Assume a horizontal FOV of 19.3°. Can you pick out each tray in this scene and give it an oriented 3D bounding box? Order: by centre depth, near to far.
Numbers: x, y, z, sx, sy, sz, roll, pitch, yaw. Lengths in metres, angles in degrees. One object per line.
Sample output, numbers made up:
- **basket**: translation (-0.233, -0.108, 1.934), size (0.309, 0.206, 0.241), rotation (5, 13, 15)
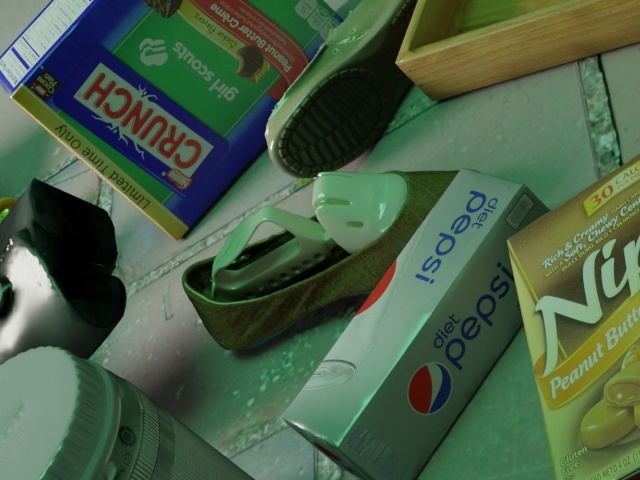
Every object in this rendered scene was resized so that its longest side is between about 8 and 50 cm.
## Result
- **tray**: translation (0.275, -0.276, 1.851), size (0.411, 0.076, 0.203), rotation (-12, 46, 42)

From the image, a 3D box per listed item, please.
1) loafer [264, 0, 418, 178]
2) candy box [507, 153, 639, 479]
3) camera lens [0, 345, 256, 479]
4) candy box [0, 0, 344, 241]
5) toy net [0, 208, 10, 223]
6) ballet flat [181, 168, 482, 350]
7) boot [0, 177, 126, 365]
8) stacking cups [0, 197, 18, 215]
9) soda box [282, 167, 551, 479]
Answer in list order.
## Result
- **loafer**: translation (0.034, -0.173, 2.008), size (0.268, 0.102, 0.092), rotation (-47, 29, -16)
- **candy box**: translation (0.260, 0.075, 1.473), size (0.183, 0.087, 0.316), rotation (-33, 35, 22)
- **camera lens**: translation (-0.186, 0.247, 1.641), size (0.219, 0.274, 0.219), rotation (-30, 36, 25)
- **candy box**: translation (-0.163, -0.207, 2.111), size (0.317, 0.268, 0.122), rotation (-47, 28, 2)
- **toy net**: translation (-0.424, 0.068, 2.136), size (0.122, 0.045, 0.232), rotation (-1, 53, 47)
- **ballet flat**: translation (0.000, 0.000, 1.829), size (0.342, 0.124, 0.116), rotation (-25, 39, 31)
- **boot**: translation (-0.345, 0.206, 1.893), size (0.445, 0.146, 0.367), rotation (-42, 51, 21)
- **stacking cups**: translation (-0.484, 0.050, 2.383), size (0.316, 0.096, 0.096), rotation (-28, 37, 31)
- **soda box**: translation (0.097, 0.078, 1.660), size (0.286, 0.091, 0.098), rotation (-54, 32, -10)
